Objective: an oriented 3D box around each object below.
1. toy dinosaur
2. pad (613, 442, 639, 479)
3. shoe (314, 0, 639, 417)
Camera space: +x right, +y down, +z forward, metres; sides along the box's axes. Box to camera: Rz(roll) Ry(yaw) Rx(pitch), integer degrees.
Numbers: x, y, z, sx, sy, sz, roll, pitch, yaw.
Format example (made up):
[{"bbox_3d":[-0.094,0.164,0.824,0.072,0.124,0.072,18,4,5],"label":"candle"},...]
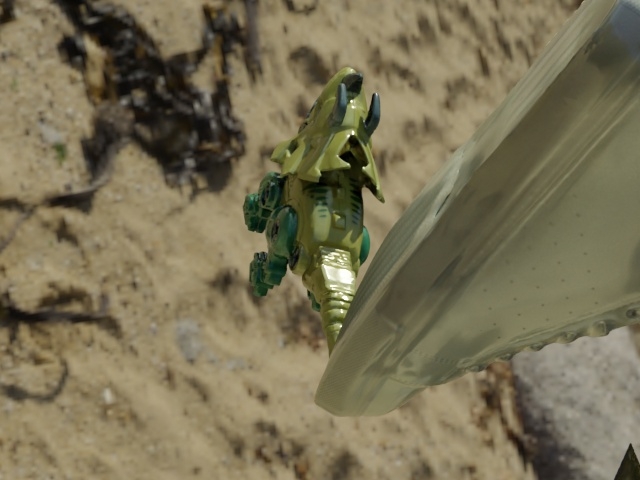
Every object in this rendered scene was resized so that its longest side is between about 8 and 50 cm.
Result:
[{"bbox_3d":[0.000,0.000,1.017,0.153,0.094,0.259,127,-31,-53],"label":"toy dinosaur"},{"bbox_3d":[0.263,0.331,1.266,0.245,0.006,0.170,-61,147,-19],"label":"pad"},{"bbox_3d":[0.141,0.010,0.813,0.160,0.363,0.132,34,34,-5],"label":"shoe"}]
